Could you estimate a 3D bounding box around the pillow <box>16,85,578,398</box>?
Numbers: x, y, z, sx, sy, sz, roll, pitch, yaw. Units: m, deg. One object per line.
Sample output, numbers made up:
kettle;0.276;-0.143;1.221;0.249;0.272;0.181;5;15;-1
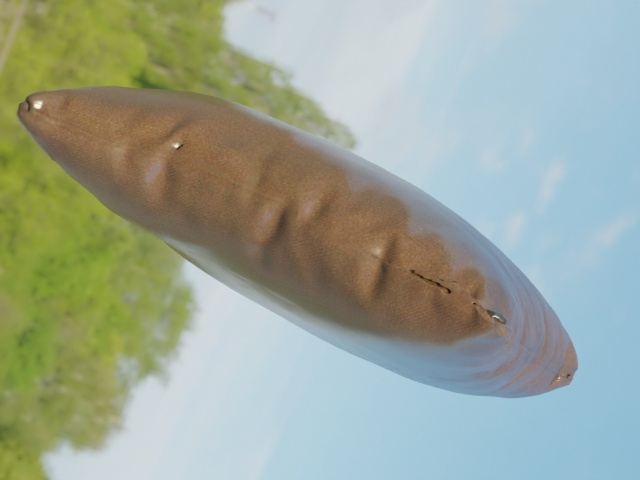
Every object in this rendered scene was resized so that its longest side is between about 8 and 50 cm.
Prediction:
pillow;0.000;0.000;1.080;0.108;0.308;0.305;-64;163;-2
